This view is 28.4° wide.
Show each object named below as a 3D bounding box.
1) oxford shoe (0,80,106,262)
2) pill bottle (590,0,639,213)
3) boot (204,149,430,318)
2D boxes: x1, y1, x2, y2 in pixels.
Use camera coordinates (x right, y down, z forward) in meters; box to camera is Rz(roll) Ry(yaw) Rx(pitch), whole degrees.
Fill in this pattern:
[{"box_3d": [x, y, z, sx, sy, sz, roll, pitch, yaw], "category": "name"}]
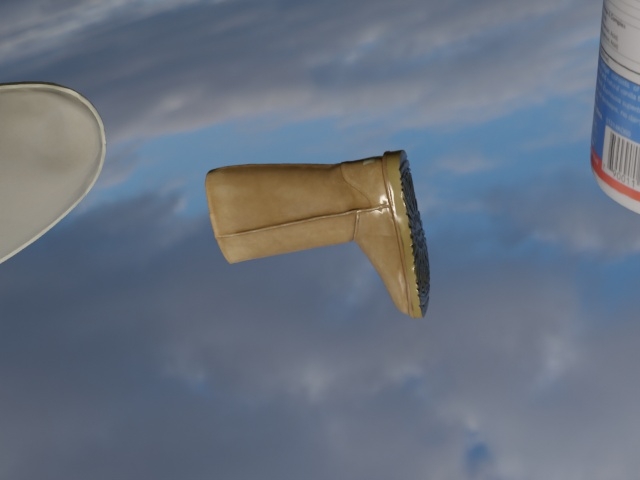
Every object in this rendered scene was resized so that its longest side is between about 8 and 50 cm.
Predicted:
[{"box_3d": [-0.380, -0.015, 1.088, 0.449, 0.169, 0.130, -24, -164, -26], "category": "oxford shoe"}, {"box_3d": [0.201, -0.126, 0.613, 0.124, 0.221, 0.124, 0, -150, 0], "category": "pill bottle"}, {"box_3d": [0.000, 0.000, 1.675, 0.270, 0.236, 0.089, -8, -172, 19], "category": "boot"}]
